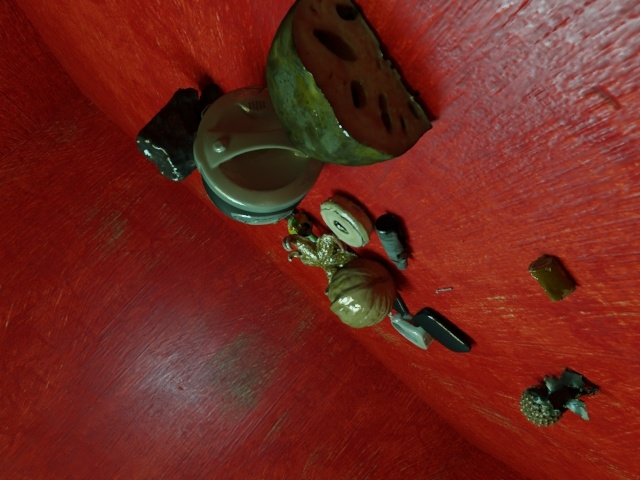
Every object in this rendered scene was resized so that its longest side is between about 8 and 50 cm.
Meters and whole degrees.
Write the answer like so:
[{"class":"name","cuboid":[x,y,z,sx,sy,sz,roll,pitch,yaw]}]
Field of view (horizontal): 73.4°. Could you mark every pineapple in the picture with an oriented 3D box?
[{"class":"pineapple","cuboid":[0.607,0.417,1.110,0.130,0.119,0.277,56,173,30]}]

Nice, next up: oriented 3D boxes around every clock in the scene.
[{"class":"clock","cuboid":[0.344,0.336,1.674,0.191,0.062,0.151,31,163,38]}]

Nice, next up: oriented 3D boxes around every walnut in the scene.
[{"class":"walnut","cuboid":[0.132,0.175,1.414,0.225,0.225,0.261,42,138,-1]}]

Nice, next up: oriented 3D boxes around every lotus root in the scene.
[{"class":"lotus root","cuboid":[-0.002,-0.235,0.710,0.267,0.149,0.260,50,163,-21]}]

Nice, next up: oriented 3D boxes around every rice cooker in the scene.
[{"class":"rice cooker","cuboid":[-0.136,-0.181,0.977,0.288,0.288,0.277,43,165,-5]}]

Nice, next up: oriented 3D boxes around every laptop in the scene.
[{"class":"laptop","cuboid":[0.234,0.202,1.641,0.207,0.026,0.154,30,162,42]}]

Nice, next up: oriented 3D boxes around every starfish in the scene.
[{"class":"starfish","cuboid":[0.006,0.073,1.541,0.312,0.113,0.303,0,137,26]}]

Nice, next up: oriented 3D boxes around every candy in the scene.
[{"class":"candy","cuboid":[0.000,0.000,1.607,0.305,0.091,0.083,37,-169,-31]}]

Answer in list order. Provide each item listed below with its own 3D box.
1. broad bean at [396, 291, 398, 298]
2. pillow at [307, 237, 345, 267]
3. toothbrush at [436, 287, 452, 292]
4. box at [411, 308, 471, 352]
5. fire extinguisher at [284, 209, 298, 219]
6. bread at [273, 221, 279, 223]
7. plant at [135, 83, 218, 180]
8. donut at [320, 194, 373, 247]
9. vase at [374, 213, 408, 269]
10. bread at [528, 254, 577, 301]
[{"class":"broad bean","cuboid":[0.192,0.158,1.559,0.256,0.052,0.052,20,155,51]},{"class":"pillow","cuboid":[0.022,0.055,1.745,0.203,0.038,0.113,41,163,0]},{"class":"toothbrush","cuboid":[0.342,0.138,1.189,0.006,0.008,0.097,28,166,-2]},{"class":"box","cuboid":[0.410,0.311,1.463,0.201,0.042,0.212,38,167,12]},{"class":"fire extinguisher","cuboid":[-0.110,-0.097,1.637,0.056,0.039,0.132,11,175,-19]},{"class":"bread","cuboid":[-0.211,-0.109,1.887,0.049,0.034,0.088,48,171,45]},{"class":"plant","cuboid":[-0.371,-0.312,1.224,0.188,0.276,0.199,42,158,-19]},{"class":"donut","cuboid":[0.076,-0.057,1.193,0.175,0.068,0.174,40,164,14]},{"class":"vase","cuboid":[0.194,0.014,1.110,0.060,0.060,0.211,31,164,38]},{"class":"bread","cuboid":[0.400,0.065,0.742,0.083,0.047,0.036,48,-164,-16]}]
